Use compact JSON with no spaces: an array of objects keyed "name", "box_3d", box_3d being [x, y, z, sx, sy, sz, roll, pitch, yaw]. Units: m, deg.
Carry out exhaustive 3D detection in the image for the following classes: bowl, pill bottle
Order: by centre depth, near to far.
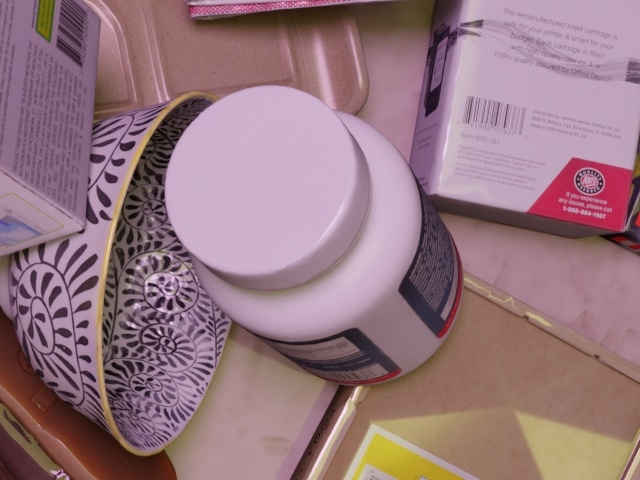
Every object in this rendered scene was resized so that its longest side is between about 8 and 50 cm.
[{"name":"pill bottle","box_3d":[0.000,0.000,0.564,0.108,0.180,0.108,-5,72,15]},{"name":"bowl","box_3d":[-0.100,0.010,0.573,0.080,0.170,0.170,9,85,16]}]

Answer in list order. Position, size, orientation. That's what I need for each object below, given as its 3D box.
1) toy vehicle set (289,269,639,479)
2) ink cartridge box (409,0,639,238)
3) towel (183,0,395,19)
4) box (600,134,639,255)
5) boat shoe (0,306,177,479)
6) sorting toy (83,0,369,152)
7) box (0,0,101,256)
[{"name":"toy vehicle set","box_3d":[0.062,0.159,0.657,0.166,0.035,0.266,30,82,-8]},{"name":"ink cartridge box","box_3d":[0.115,-0.085,0.665,0.109,0.063,0.150,11,84,-11]},{"name":"towel","box_3d":[-0.004,-0.213,0.616,0.144,0.029,0.197,-5,85,2]},{"name":"box","box_3d":[0.252,-0.074,0.705,0.114,0.036,0.207,25,83,-9]},{"name":"boat shoe","box_3d":[-0.160,0.071,0.601,0.073,0.073,0.207,-38,88,30]},{"name":"sorting toy","box_3d":[-0.115,-0.193,0.643,0.229,0.041,0.307,-10,83,-14]},{"name":"box","box_3d":[-0.207,-0.046,0.516,0.203,0.103,0.114,-16,57,25]}]
